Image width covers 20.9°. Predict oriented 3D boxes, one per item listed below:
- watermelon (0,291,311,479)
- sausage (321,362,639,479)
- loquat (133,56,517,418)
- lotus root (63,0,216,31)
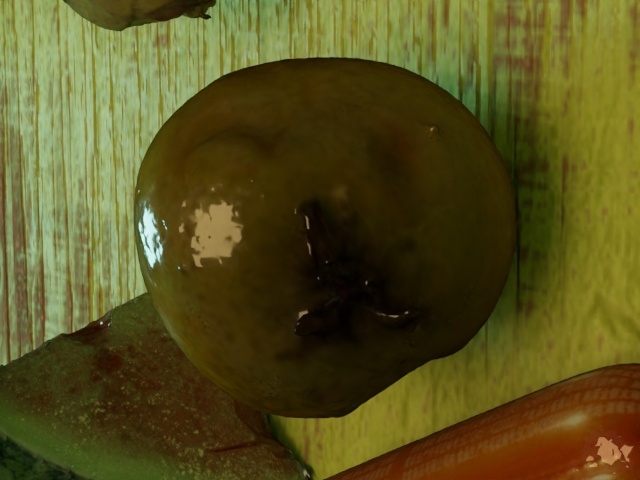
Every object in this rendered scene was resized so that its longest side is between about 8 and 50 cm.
[{"bbox_3d":[-0.154,0.112,1.170,0.213,0.261,0.201,-26,49,50],"label":"watermelon"},{"bbox_3d":[0.105,0.137,0.954,0.312,0.093,0.093,-30,75,45],"label":"sausage"},{"bbox_3d":[0.005,0.001,0.962,0.213,0.213,0.213,10,104,46],"label":"loquat"},{"bbox_3d":[-0.132,-0.296,1.081,0.169,0.151,0.343,136,121,-82],"label":"lotus root"}]
